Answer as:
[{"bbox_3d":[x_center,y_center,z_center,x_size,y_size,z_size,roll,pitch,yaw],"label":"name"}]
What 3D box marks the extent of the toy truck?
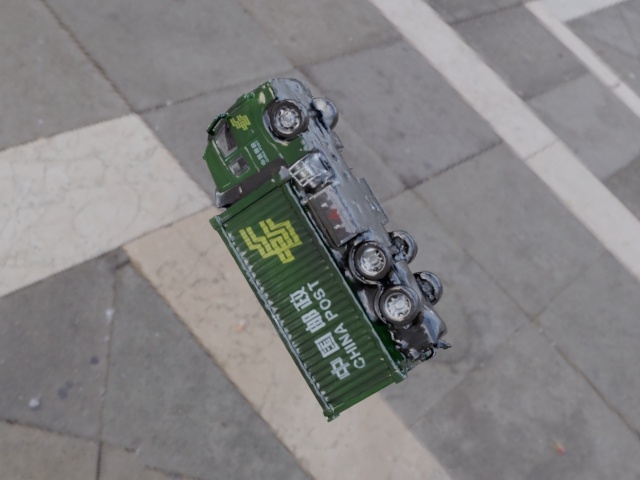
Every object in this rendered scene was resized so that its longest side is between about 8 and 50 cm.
[{"bbox_3d":[0.000,0.000,0.792,0.259,0.121,0.088,59,23,5],"label":"toy truck"}]
